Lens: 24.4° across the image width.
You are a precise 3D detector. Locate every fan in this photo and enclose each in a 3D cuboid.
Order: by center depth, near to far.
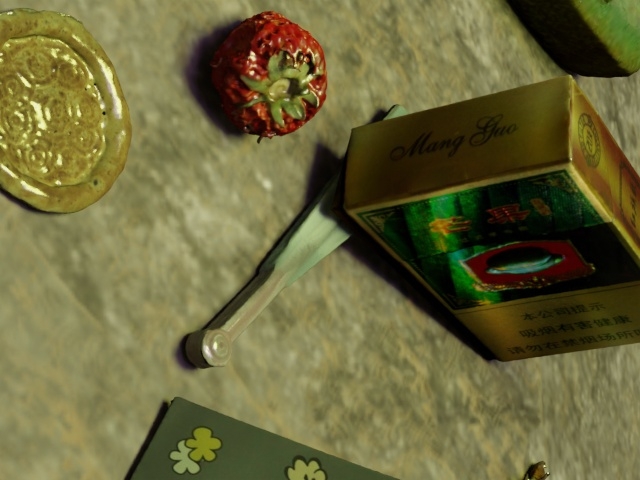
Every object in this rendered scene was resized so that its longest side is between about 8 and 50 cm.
[{"bbox_3d":[0.000,0.000,0.920,0.282,0.023,0.057,-49,129,-45],"label":"fan"}]

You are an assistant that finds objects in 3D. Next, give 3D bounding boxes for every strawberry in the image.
[{"bbox_3d":[-0.032,-0.102,0.874,0.073,0.073,0.083,48,12,-35],"label":"strawberry"}]

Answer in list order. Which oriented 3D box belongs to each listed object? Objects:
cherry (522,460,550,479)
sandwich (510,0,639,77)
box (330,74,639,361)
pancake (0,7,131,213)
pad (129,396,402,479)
[{"bbox_3d":[0.217,0.263,1.103,0.107,0.090,0.225,-20,90,-40],"label":"cherry"},{"bbox_3d":[0.250,-0.294,1.192,0.250,0.162,0.301,58,46,-34],"label":"sandwich"},{"bbox_3d":[0.136,-0.003,0.971,0.240,0.159,0.071,42,47,-46],"label":"box"},{"bbox_3d":[-0.139,-0.068,0.761,0.115,0.011,0.114,17,69,-52],"label":"pancake"},{"bbox_3d":[-0.049,0.198,0.722,0.006,0.170,0.245,95,18,-52],"label":"pad"}]
